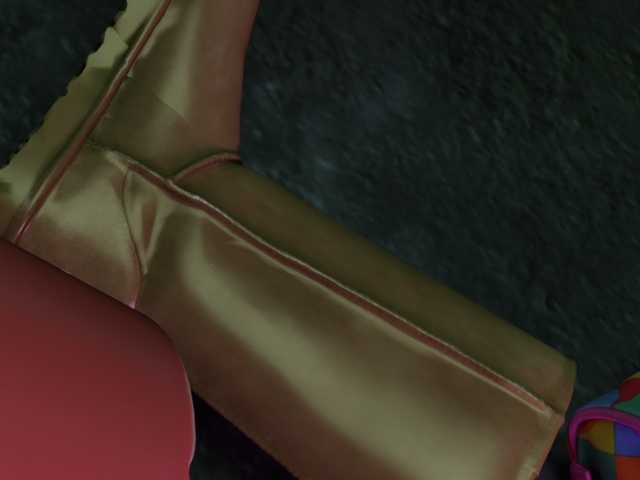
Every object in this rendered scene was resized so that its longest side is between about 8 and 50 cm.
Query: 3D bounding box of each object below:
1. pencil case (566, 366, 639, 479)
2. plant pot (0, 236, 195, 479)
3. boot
[{"bbox_3d":[0.218,0.073,0.974,0.236,0.104,0.104,-29,74,-39],"label":"pencil case"},{"bbox_3d":[-0.193,0.086,0.683,0.243,0.275,0.275,18,52,-27],"label":"plant pot"},{"bbox_3d":[0.000,0.000,0.932,0.269,0.089,0.236,32,63,-1],"label":"boot"}]
